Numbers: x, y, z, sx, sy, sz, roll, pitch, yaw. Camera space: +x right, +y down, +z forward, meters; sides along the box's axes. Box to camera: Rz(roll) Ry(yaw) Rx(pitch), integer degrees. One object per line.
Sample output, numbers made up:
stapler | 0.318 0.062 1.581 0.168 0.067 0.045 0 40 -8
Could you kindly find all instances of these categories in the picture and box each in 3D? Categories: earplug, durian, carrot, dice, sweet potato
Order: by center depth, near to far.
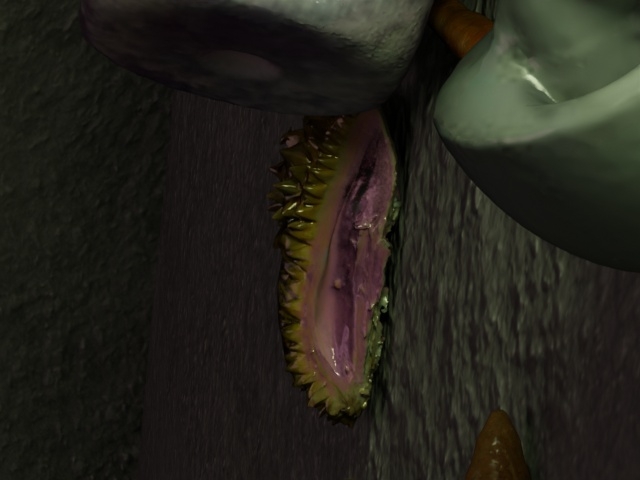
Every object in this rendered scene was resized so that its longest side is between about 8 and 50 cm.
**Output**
earplug | 0.169 -0.143 0.906 0.214 0.175 0.326 -109 33 -70
sweet potato | 0.121 0.216 1.296 0.055 0.058 0.202 -13 73 56
carrot | 0.112 -0.156 1.437 0.248 0.043 0.043 -119 33 -70
dice | -0.041 -0.268 1.538 0.270 0.270 0.271 135 147 -74
durian | 0.001 0.001 1.766 0.191 0.112 0.341 -125 37 -68

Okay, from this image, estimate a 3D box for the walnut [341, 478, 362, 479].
walnut | 0.019 0.289 1.369 0.228 0.228 0.228 -178 90 -78
